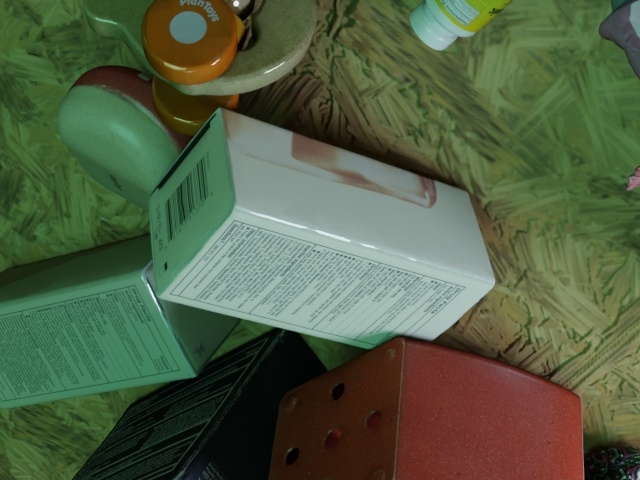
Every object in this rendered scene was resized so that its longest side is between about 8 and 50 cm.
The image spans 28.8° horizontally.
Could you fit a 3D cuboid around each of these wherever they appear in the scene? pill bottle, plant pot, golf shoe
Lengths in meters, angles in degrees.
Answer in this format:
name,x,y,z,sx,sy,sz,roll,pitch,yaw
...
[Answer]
name,x,y,z,sx,sy,sz,roll,pitch,yaw
pill bottle,0.136,-0.227,1.136,0.065,0.065,0.116,47,127,-6
plant pot,0.090,0.253,1.269,0.236,0.267,0.267,37,131,-28
golf shoe,0.307,0.291,1.368,0.086,0.067,0.186,21,129,-23

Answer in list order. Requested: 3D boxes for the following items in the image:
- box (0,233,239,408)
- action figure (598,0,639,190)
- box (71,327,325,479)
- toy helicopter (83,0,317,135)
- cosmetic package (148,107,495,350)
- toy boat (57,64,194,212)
name,x,y,z,sx,sy,sz,roll,pitch,yaw
box,-0.270,0.095,1.482,0.311,0.121,0.148,-11,113,30
action figure,0.350,-0.155,0.925,0.248,0.276,0.370,16,118,-9
box,-0.141,0.287,1.426,0.296,0.294,0.183,-29,105,35
toy helicopter,-0.142,-0.288,1.169,0.355,0.235,0.140,45,165,13
cosmetic package,0.000,0.000,1.201,0.296,0.129,0.153,18,134,-31
toy boat,-0.173,-0.124,1.302,0.151,0.151,0.231,30,169,7
